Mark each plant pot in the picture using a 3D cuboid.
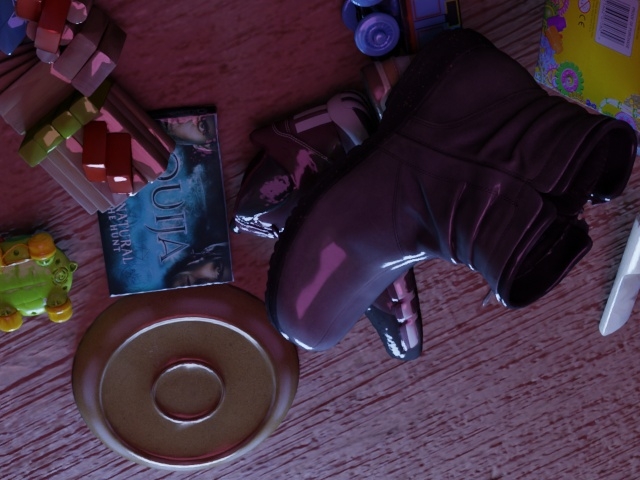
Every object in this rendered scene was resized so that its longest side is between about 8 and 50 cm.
[{"bbox_3d":[-0.137,0.149,1.593,0.236,0.032,0.236,-3,119,-6],"label":"plant pot"}]

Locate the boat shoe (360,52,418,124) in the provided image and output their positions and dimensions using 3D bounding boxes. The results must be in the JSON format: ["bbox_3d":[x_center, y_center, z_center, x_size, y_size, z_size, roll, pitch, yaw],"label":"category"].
[{"bbox_3d":[0.095,-0.104,1.440,0.072,0.068,0.190,-23,147,1],"label":"boat shoe"}]

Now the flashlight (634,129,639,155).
[{"bbox_3d":[0.440,-0.079,1.524,0.304,0.103,0.103,28,116,-17],"label":"flashlight"}]

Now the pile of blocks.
[{"bbox_3d":[-0.244,-0.171,1.336,0.149,0.112,0.362,-14,114,7],"label":"pile of blocks"}]

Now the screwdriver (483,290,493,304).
[{"bbox_3d":[0.208,0.000,1.574,0.025,0.024,0.170,40,116,5],"label":"screwdriver"}]

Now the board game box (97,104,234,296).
[{"bbox_3d":[-0.153,-0.037,1.490,0.126,0.026,0.186,-7,120,-4],"label":"board game box"}]

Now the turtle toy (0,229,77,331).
[{"bbox_3d":[-0.297,0.033,1.483,0.130,0.066,0.095,-10,120,-2],"label":"turtle toy"}]

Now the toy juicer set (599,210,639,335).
[{"bbox_3d":[0.421,0.037,1.508,0.329,0.089,0.209,-6,138,17],"label":"toy juicer set"}]

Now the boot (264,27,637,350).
[{"bbox_3d":[0.100,-0.003,1.318,0.118,0.223,0.338,17,111,-45],"label":"boot"}]

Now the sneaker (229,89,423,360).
[{"bbox_3d":[0.000,0.000,1.502,0.162,0.106,0.281,-14,110,5],"label":"sneaker"}]

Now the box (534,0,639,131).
[{"bbox_3d":[0.354,-0.264,1.297,0.279,0.177,0.290,-18,125,-33],"label":"box"}]

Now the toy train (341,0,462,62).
[{"bbox_3d":[0.067,-0.246,1.379,0.105,0.080,0.184,-15,124,-5],"label":"toy train"}]
